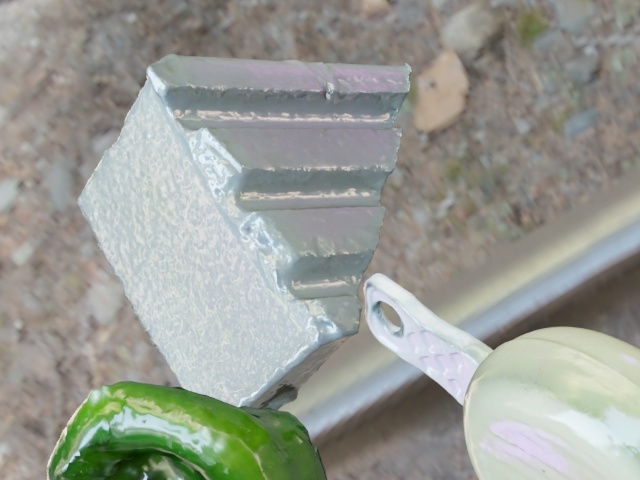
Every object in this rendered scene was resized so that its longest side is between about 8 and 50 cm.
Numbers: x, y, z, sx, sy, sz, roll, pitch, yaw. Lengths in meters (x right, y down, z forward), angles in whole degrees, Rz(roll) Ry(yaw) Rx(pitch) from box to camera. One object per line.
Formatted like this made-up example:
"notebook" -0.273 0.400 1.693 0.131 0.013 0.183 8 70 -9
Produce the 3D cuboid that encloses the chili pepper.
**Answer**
"chili pepper" -0.036 0.135 0.441 0.100 0.257 0.074 32 36 27

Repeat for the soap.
"soap" 0.000 0.000 1.338 0.258 0.302 0.159 55 127 25

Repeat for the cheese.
"cheese" 0.102 0.085 0.840 0.227 0.137 0.064 34 55 31
